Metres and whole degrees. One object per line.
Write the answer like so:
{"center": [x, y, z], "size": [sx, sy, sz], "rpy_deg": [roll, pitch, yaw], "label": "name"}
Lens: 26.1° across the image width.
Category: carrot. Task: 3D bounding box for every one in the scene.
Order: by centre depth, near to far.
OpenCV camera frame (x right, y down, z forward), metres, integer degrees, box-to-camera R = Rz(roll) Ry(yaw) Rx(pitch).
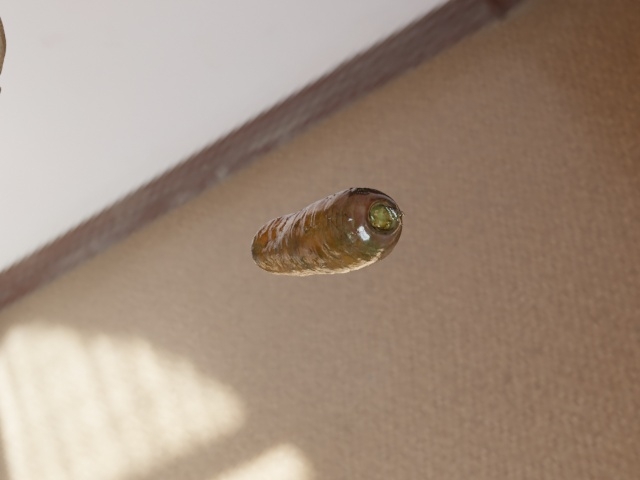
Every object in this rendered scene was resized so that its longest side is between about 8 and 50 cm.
{"center": [0.000, 0.000, 1.065], "size": [0.186, 0.060, 0.060], "rpy_deg": [-18, 41, 59], "label": "carrot"}

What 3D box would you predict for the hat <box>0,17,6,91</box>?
{"center": [-0.393, -0.212, 1.326], "size": [0.161, 0.275, 0.232], "rpy_deg": [1, 56, 3], "label": "hat"}
